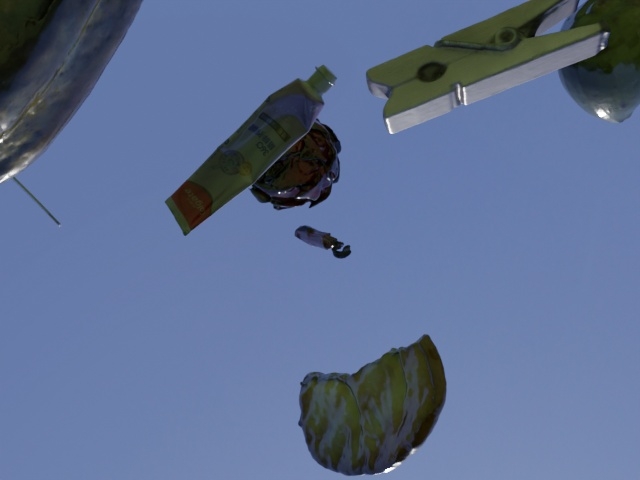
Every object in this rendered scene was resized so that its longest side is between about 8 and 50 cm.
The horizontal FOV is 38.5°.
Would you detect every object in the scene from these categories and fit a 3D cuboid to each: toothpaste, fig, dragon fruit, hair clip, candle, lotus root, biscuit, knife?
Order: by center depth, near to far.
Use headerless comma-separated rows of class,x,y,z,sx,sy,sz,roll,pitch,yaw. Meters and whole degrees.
lotus root,-0.202,-0.146,0.551,0.160,0.152,0.274,35,-88,3
candle,-0.001,0.000,1.045,0.021,0.026,0.167,-33,-166,-11
knife,-0.372,-0.087,1.059,0.032,0.058,0.244,-42,-128,-16
biscuit,0.067,0.227,1.202,0.045,0.299,0.154,-5,-104,-37
toothpaste,-0.095,-0.126,1.246,0.301,0.048,0.075,-42,-101,13
hair clip,0.230,-0.257,1.289,0.331,0.085,0.101,-21,-105,1
fig,0.506,-0.309,1.564,0.203,0.225,0.203,-20,-151,12
dragon fruit,-0.050,-0.140,1.677,0.188,0.182,0.182,-48,-125,-4
